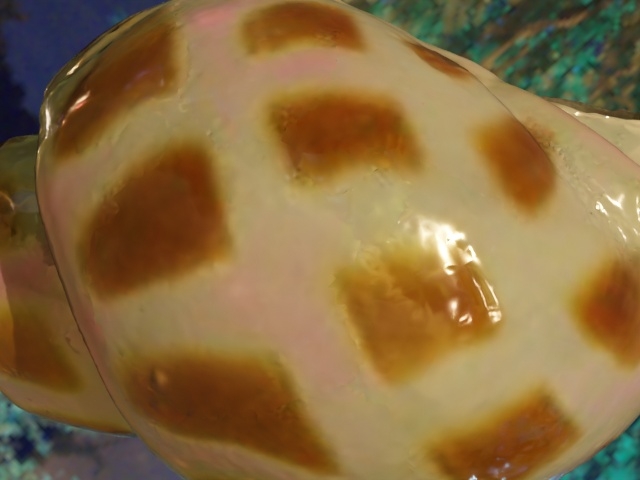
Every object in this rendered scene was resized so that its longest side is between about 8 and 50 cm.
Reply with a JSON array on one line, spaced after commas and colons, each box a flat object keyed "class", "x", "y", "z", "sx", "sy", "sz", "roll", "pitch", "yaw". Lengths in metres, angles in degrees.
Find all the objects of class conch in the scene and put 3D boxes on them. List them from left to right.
[{"class": "conch", "x": 0.001, "y": 0.000, "z": 0.602, "sx": 0.368, "sy": 0.249, "sz": 0.197, "roll": 17, "pitch": -71, "yaw": 3}]
